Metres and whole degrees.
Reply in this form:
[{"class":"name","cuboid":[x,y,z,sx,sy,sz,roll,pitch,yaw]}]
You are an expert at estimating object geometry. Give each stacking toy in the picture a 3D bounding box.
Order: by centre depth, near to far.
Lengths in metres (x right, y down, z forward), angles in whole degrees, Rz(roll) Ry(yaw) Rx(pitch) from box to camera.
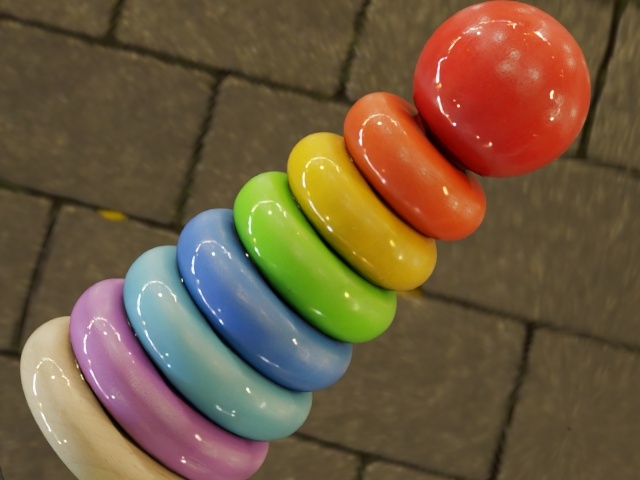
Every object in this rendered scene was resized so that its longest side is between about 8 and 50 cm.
[{"class":"stacking toy","cuboid":[0.000,0.000,0.954,0.330,0.141,0.141,-44,80,14]}]

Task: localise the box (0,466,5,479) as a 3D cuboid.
[{"class":"box","cuboid":[-0.479,0.323,1.144,0.480,0.472,0.297,-3,122,15]}]
